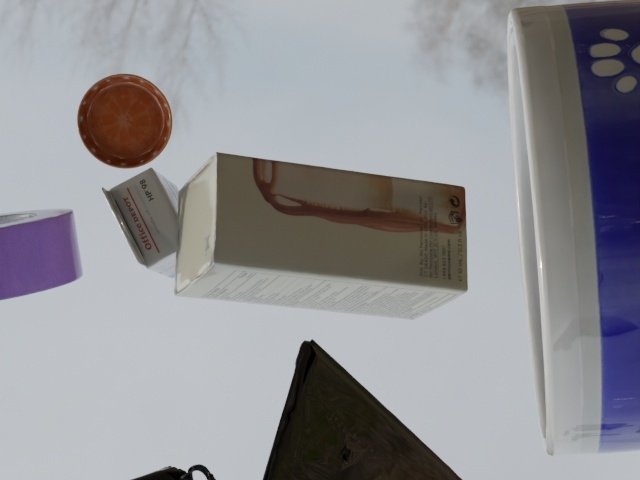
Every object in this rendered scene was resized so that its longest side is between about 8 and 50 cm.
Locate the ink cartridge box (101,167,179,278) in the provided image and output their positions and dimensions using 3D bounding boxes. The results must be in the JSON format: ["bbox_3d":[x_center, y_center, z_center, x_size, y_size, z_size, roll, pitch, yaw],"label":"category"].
[{"bbox_3d":[-0.189,-0.020,1.652,0.104,0.060,0.180,63,-178,8],"label":"ink cartridge box"}]

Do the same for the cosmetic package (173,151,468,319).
[{"bbox_3d":[0.000,0.000,1.567,0.296,0.129,0.153,7,163,-22],"label":"cosmetic package"}]

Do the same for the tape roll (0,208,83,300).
[{"bbox_3d":[-0.447,0.023,1.810,0.274,0.090,0.275,-8,-172,1],"label":"tape roll"}]

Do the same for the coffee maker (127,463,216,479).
[{"bbox_3d":[-0.247,0.345,1.761,0.178,0.171,0.120,-10,-132,-49],"label":"coffee maker"}]

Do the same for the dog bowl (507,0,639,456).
[{"bbox_3d":[0.172,-0.008,0.833,0.104,0.265,0.265,-4,-158,6],"label":"dog bowl"}]

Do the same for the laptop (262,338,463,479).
[{"bbox_3d":[-0.029,0.372,1.190,0.382,0.408,0.236,45,-169,-34],"label":"laptop"}]

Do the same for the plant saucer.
[{"bbox_3d":[-0.171,-0.105,1.241,0.083,0.083,0.013,21,-170,-5],"label":"plant saucer"}]
